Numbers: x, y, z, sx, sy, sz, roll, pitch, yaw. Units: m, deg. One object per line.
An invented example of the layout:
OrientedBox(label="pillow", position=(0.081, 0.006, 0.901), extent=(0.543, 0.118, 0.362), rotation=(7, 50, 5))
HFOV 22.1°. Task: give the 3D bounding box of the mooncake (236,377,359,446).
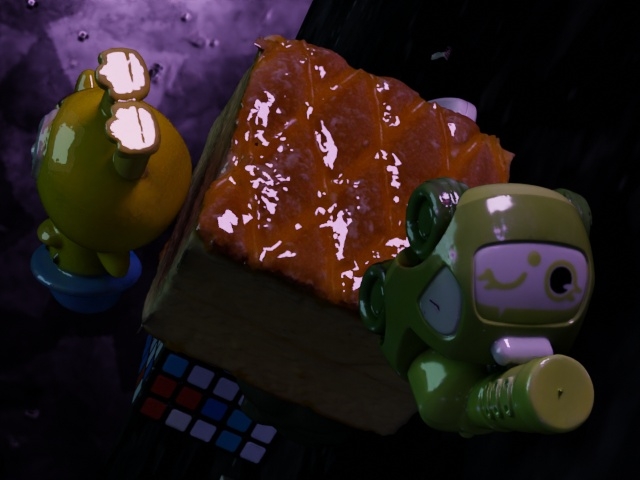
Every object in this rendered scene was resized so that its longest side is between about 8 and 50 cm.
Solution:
OrientedBox(label="mooncake", position=(-0.026, 0.143, 1.678), extent=(0.168, 0.175, 0.104), rotation=(15, 72, 37))

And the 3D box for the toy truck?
OrientedBox(label="toy truck", position=(0.125, 0.068, 1.222), extent=(0.187, 0.148, 0.210), rotation=(134, 134, -54))

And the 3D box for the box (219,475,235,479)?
OrientedBox(label="box", position=(-0.038, 0.281, 1.521), extent=(0.130, 0.129, 0.051), rotation=(-130, 64, -78))

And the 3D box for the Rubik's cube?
OrientedBox(label="Rubik's cube", position=(-0.114, 0.139, 2.060), extent=(0.182, 0.187, 0.184), rotation=(-60, 13, 25))

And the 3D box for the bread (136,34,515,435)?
OrientedBox(label="bread", position=(0.009, -0.003, 1.534), extent=(0.207, 0.279, 0.279), rotation=(126, 162, -51))

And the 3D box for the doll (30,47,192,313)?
OrientedBox(label="doll", position=(-0.204, -0.052, 1.533), extent=(0.363, 0.145, 0.199), rotation=(124, 140, -61))

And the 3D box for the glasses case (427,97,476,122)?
OrientedBox(label="glasses case", position=(0.129, -0.118, 1.823), extent=(0.074, 0.049, 0.193), rotation=(-66, 12, -3))

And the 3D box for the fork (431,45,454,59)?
OrientedBox(label="fork", position=(0.154, -0.236, 2.077), extent=(0.016, 0.012, 0.115), rotation=(-61, 6, -1))
